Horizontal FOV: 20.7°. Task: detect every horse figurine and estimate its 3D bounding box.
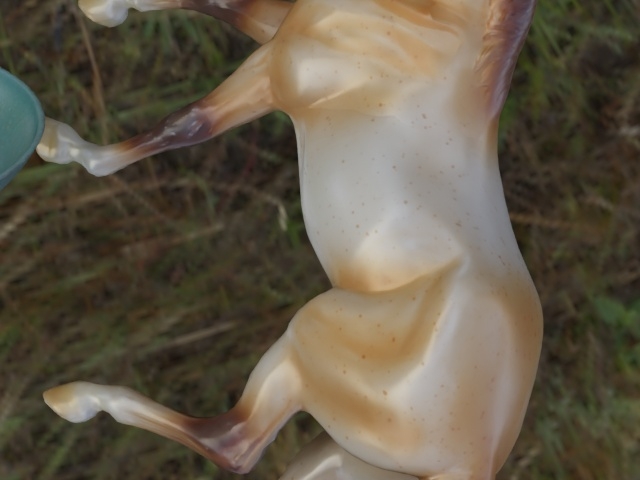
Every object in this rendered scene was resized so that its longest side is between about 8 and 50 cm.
[{"bbox_3d":[0.000,0.000,0.494,0.174,0.263,0.066,-11,164,26],"label":"horse figurine"}]

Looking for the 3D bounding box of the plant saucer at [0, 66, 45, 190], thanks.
[{"bbox_3d":[-0.137,-0.024,0.489,0.119,0.119,0.021,-6,121,-16],"label":"plant saucer"}]
